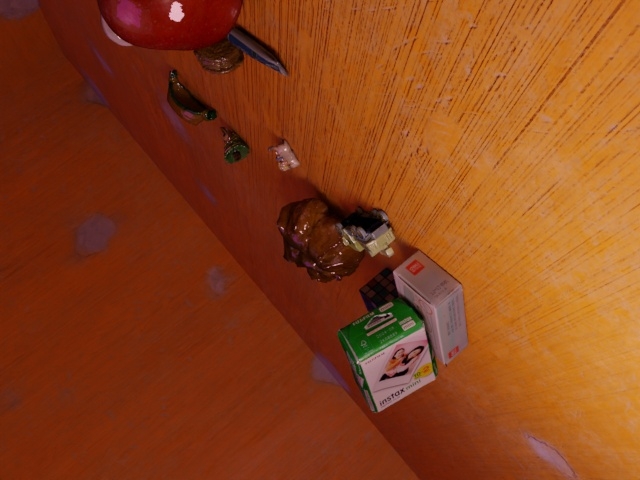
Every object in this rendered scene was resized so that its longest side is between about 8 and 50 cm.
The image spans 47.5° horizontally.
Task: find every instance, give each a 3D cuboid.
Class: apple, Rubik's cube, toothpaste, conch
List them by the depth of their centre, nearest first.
[{"bbox_3d":[-0.271,-0.458,1.288,0.260,0.260,0.216,40,138,39],"label":"apple"},{"bbox_3d":[-0.135,-0.390,1.485,0.197,0.035,0.057,41,179,31],"label":"toothpaste"},{"bbox_3d":[0.164,0.141,1.758,0.092,0.092,0.092,41,163,40],"label":"Rubik's cube"},{"bbox_3d":[-0.536,-0.635,2.010,0.127,0.158,0.255,-58,43,32],"label":"conch"}]

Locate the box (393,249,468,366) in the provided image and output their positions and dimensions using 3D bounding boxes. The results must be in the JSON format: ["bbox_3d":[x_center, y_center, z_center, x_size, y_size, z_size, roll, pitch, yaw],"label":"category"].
[{"bbox_3d":[0.241,0.151,1.562,0.135,0.079,0.269,43,164,34],"label":"box"}]

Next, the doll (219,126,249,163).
[{"bbox_3d":[-0.245,-0.284,2.098,0.078,0.077,0.113,60,-161,-61],"label":"doll"}]

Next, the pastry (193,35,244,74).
[{"bbox_3d":[-0.219,-0.408,1.575,0.109,0.097,0.057,10,145,8],"label":"pastry"}]

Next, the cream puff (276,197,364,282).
[{"bbox_3d":[0.000,0.000,1.825,0.241,0.155,0.269,43,158,11],"label":"cream puff"}]

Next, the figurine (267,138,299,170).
[{"bbox_3d":[-0.091,-0.205,1.785,0.083,0.051,0.047,57,171,-22],"label":"figurine"}]

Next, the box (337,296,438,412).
[{"bbox_3d":[0.149,0.248,1.572,0.103,0.180,0.250,55,171,42],"label":"box"}]

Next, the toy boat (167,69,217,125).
[{"bbox_3d":[-0.391,-0.416,2.182,0.229,0.089,0.088,47,127,20],"label":"toy boat"}]

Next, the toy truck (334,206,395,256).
[{"bbox_3d":[0.105,-0.010,1.593,0.100,0.077,0.169,57,164,-17],"label":"toy truck"}]
